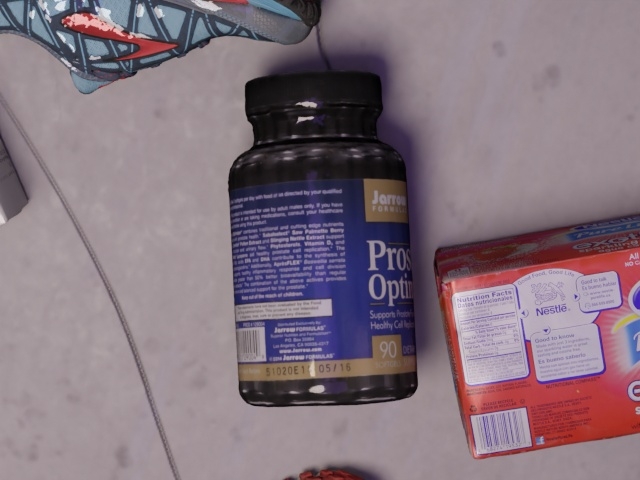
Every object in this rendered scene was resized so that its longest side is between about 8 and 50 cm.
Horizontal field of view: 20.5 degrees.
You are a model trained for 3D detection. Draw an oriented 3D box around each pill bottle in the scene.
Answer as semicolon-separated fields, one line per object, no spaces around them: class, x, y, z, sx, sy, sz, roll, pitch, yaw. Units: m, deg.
pill bottle;0.000;0.000;1.195;0.123;0.123;0.219;-3;87;2

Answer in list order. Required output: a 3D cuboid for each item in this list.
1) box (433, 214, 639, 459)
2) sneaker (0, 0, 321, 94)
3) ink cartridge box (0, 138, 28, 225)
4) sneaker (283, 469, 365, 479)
box;0.213;0.054;1.207;0.257;0.122;0.128;-10;100;3
sneaker;-0.131;-0.160;1.207;0.262;0.104;0.125;12;117;3
ink cartridge box;-0.316;-0.084;1.213;0.154;0.093;0.212;-22;101;4
sneaker;-0.035;0.260;1.281;0.093;0.088;0.225;36;100;-25
